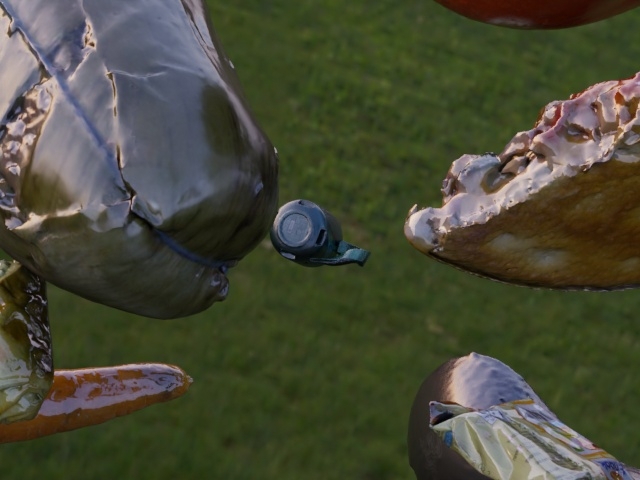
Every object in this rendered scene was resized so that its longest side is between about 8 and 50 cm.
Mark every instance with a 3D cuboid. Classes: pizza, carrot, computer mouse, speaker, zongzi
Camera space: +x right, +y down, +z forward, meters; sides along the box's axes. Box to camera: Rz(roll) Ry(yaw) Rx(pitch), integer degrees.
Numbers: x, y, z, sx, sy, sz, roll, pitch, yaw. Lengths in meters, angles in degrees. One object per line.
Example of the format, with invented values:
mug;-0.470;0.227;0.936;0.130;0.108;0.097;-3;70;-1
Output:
pizza;0.154;-0.043;0.769;0.201;0.193;0.053;8;52;-36
carrot;-0.190;0.108;1.233;0.209;0.061;0.061;-4;37;-15
computer mouse;0.151;0.197;1.330;0.264;0.147;0.088;32;25;28
speaker;-0.001;0.005;1.732;0.094;0.060;0.075;44;6;18
zongzi;-0.111;-0.167;1.108;0.356;0.393;0.174;34;2;41

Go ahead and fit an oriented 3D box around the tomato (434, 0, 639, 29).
tomato;0.158;-0.228;1.084;0.259;0.260;0.180;-10;77;-37

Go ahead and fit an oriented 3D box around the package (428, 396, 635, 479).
package;0.134;0.132;1.079;0.120;0.031;0.108;34;18;34

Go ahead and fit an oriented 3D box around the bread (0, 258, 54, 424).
bread;-0.194;0.061;1.091;0.060;0.066;0.110;-7;58;-6

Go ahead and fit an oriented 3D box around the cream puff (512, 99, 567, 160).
cream puff;0.184;-0.040;1.285;0.094;0.116;0.122;-31;90;-20
